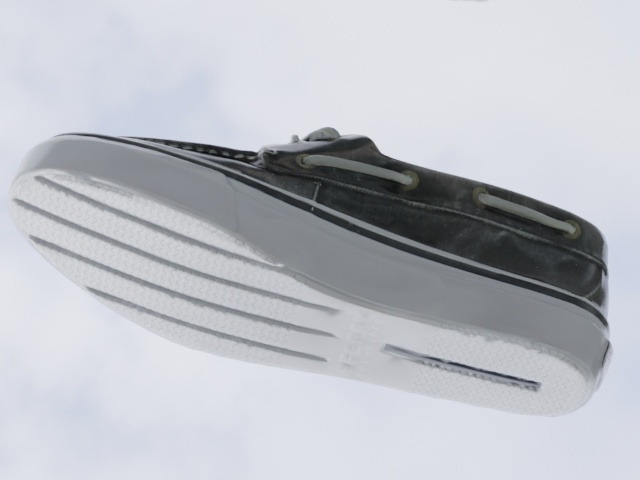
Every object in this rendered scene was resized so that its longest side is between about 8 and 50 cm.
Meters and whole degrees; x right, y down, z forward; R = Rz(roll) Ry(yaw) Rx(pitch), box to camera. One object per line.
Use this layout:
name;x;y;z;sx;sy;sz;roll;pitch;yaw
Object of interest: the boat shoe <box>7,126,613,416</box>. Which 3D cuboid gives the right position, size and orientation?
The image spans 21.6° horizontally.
boat shoe;0.000;0.000;0.923;0.335;0.121;0.119;19;-128;-7
